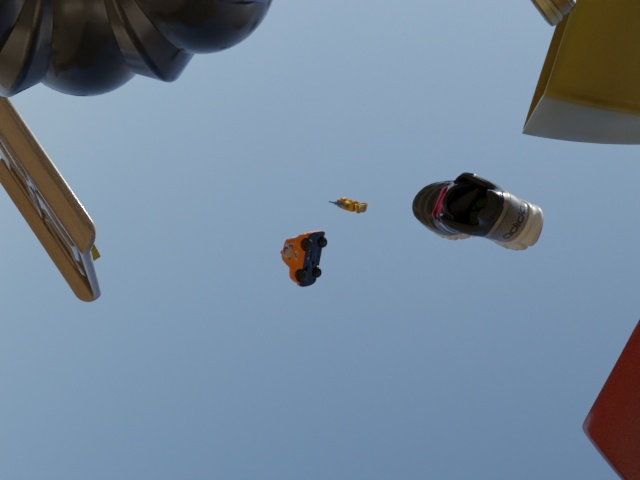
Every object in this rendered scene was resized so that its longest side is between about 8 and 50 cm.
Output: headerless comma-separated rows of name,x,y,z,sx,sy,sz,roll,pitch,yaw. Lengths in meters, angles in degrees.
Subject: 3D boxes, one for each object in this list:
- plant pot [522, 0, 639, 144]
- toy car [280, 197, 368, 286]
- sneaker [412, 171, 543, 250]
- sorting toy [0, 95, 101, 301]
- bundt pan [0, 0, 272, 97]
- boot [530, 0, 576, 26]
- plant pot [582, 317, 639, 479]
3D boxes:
plant pot,0.397,-0.232,1.421,0.212,0.187,0.212,71,38,-81
toy car,0.000,0.000,1.102,0.040,0.122,0.060,17,-59,28
sneaker,0.139,-0.036,1.063,0.170,0.075,0.063,19,-98,56
sorting toy,-0.275,-0.045,1.096,0.038,0.193,0.208,-33,170,-20
bundt pan,-0.135,-0.194,0.578,0.331,0.331,0.124,-39,-128,37
boot,0.293,-0.334,1.104,0.203,0.095,0.262,-25,-153,27
plant pot,0.424,0.158,0.904,0.236,0.267,0.267,-107,-151,-53
